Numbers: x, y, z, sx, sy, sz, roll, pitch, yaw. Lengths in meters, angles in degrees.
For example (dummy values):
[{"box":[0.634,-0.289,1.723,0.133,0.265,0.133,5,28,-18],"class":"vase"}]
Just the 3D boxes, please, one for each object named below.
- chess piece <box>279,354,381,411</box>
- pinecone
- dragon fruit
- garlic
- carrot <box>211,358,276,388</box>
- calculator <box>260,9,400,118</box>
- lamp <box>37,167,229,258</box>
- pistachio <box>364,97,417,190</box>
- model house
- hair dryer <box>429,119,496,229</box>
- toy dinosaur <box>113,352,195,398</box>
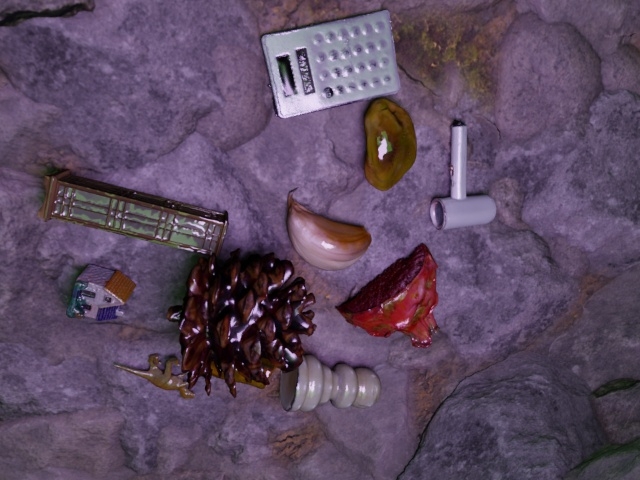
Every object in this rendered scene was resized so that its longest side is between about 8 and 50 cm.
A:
[{"box":[0.034,0.348,1.039,0.243,0.133,0.133,13,106,-20],"class":"chess piece"},{"box":[-0.143,0.161,0.846,0.295,0.242,0.298,-10,131,-31],"class":"pinecone"},{"box":[0.202,0.161,0.999,0.262,0.134,0.211,-41,115,4],"class":"dragon fruit"},{"box":[0.003,0.000,0.912,0.206,0.115,0.128,29,107,-16],"class":"garlic"},{"box":[-0.183,0.287,0.990,0.173,0.082,0.082,22,103,-14],"class":"carrot"},{"box":[0.021,-0.342,0.845,0.261,0.021,0.161,-16,111,-6],"class":"calculator"},{"box":[-0.346,-0.049,0.836,0.325,0.090,0.089,15,104,-17],"class":"lamp"},{"box":[0.142,-0.190,0.879,0.110,0.100,0.189,-3,108,-6],"class":"pistachio"},{"box":[-0.440,0.118,0.875,0.100,0.088,0.101,20,107,-16],"class":"model house"},{"box":[0.314,-0.147,0.960,0.131,0.073,0.237,-8,101,-11],"class":"hair dryer"},{"box":[-0.372,0.320,0.986,0.162,0.039,0.126,-7,112,-8],"class":"toy dinosaur"}]
